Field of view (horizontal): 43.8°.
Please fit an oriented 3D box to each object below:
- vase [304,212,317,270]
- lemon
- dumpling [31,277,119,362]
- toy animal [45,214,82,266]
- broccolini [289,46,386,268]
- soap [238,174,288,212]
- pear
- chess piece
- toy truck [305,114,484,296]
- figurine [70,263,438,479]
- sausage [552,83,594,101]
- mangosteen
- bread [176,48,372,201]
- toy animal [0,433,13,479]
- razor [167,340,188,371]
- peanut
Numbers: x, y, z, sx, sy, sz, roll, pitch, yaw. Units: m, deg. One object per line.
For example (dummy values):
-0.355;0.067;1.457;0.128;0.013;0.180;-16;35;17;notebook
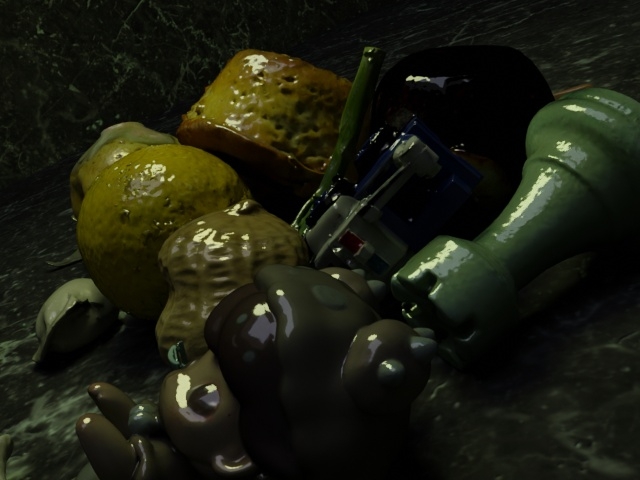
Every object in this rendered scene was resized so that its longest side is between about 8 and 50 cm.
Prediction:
0.000;0.000;1.166;0.081;0.081;0.149;-20;18;5;vase
-0.221;-0.011;1.155;0.257;0.258;0.310;-31;25;-22;lemon
-0.393;0.124;1.247;0.150;0.092;0.176;-36;26;1;dumpling
-0.481;-0.018;1.676;0.219;0.095;0.155;-31;18;-22;toy animal
-0.003;-0.084;1.053;0.078;0.392;0.074;18;-4;7;broccolini
-0.170;-0.097;1.445;0.257;0.160;0.080;-36;-5;-35;soap
-0.344;-0.088;1.537;0.271;0.271;0.271;-19;20;7;pear
0.219;-0.006;0.828;0.299;0.195;0.194;-37;24;-15;chess piece
0.079;-0.027;0.923;0.213;0.161;0.177;-50;2;17;toy truck
-0.077;0.168;0.679;0.380;0.203;0.248;-36;15;-3;figurine
0.437;-0.258;1.440;0.116;0.026;0.026;-17;21;13;sausage
0.186;-0.137;1.094;0.287;0.233;0.288;-1;34;1;mangosteen
-0.053;-0.174;1.275;0.336;0.204;0.358;16;3;-17;bread
-0.416;0.263;0.793;0.271;0.206;0.265;-14;24;-41;toy animal
-0.039;0.139;0.859;0.231;0.106;0.068;-16;19;-10;razor
-0.100;0.058;0.952;0.196;0.233;0.110;-7;-20;2;peanut
